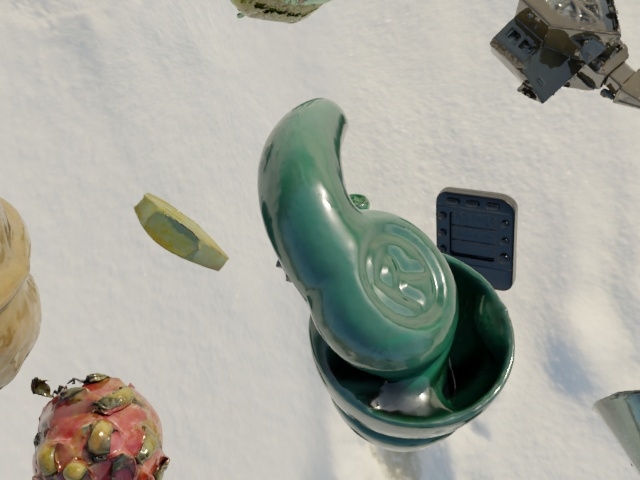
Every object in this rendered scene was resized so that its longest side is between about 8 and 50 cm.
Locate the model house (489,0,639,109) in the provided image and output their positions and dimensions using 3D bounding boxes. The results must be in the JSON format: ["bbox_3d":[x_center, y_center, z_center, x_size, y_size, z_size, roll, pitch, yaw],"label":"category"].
[{"bbox_3d":[0.394,-0.259,1.237,0.176,0.181,0.248,-42,73,-6],"label":"model house"}]

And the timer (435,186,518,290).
[{"bbox_3d":[0.281,-0.005,1.490,0.144,0.055,0.187,10,123,24],"label":"timer"}]

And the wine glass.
[{"bbox_3d":[0.553,0.449,1.277,0.267,0.267,0.406,11,69,-9],"label":"wine glass"}]

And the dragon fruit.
[{"bbox_3d":[-0.419,0.388,1.539,0.250,0.291,0.269,-9,101,6],"label":"dragon fruit"}]

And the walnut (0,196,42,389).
[{"bbox_3d":[-0.419,0.043,0.815,0.285,0.285,0.296,-10,126,-4],"label":"walnut"}]

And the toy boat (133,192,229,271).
[{"bbox_3d":[-0.224,-0.011,1.335,0.172,0.066,0.065,38,102,-3],"label":"toy boat"}]

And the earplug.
[{"bbox_3d":[0.038,0.050,0.678,0.164,0.257,0.280,-37,143,-28],"label":"earplug"}]

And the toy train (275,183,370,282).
[{"bbox_3d":[0.000,0.000,1.145,0.136,0.228,0.091,2,122,11],"label":"toy train"}]

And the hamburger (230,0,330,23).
[{"bbox_3d":[-0.076,-0.435,1.394,0.235,0.125,0.214,-35,148,32],"label":"hamburger"}]
